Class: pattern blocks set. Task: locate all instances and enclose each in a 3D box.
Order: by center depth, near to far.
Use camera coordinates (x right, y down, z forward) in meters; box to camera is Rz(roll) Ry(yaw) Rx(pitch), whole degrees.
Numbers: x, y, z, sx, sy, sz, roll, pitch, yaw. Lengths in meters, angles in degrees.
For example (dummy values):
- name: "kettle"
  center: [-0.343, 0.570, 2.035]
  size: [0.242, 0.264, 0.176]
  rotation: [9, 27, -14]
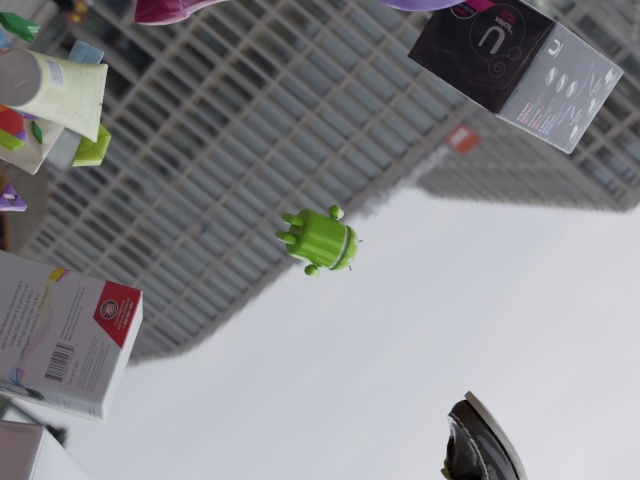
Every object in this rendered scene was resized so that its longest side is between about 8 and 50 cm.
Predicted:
- name: "pattern blocks set"
  center: [-0.436, -0.187, 1.901]
  size: [0.026, 0.285, 0.324]
  rotation: [133, -31, -53]

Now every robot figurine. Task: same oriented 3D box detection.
- name: "robot figurine"
  center: [0.000, 0.000, 1.771]
  size: [0.101, 0.115, 0.067]
  rotation: [-69, -160, -3]

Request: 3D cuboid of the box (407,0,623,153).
- name: "box"
  center: [0.266, -0.236, 1.789]
  size: [0.143, 0.165, 0.270]
  rotation: [-58, 151, 11]

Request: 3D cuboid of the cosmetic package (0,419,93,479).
- name: "cosmetic package"
  center: [-0.408, 0.387, 1.367]
  size: [0.393, 0.330, 0.327]
  rotation: [74, 24, -61]

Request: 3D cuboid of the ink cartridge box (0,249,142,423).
- name: "ink cartridge box"
  center: [-0.280, 0.093, 1.336]
  size: [0.072, 0.175, 0.127]
  rotation: [106, 1, -66]

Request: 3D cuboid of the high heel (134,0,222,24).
- name: "high heel"
  center: [-0.183, -0.369, 1.512]
  size: [0.117, 0.244, 0.082]
  rotation: [-14, -174, 12]

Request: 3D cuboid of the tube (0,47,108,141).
- name: "tube"
  center: [-0.282, -0.160, 1.448]
  size: [0.070, 0.062, 0.240]
  rotation: [-41, 172, 10]

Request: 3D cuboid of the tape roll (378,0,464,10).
- name: "tape roll"
  center: [0.128, -0.369, 1.602]
  size: [0.189, 0.080, 0.189]
  rotation: [-8, -128, 11]

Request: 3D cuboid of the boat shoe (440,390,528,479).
- name: "boat shoe"
  center: [0.154, 0.227, 1.264]
  size: [0.069, 0.227, 0.081]
  rotation: [-30, -134, -5]
